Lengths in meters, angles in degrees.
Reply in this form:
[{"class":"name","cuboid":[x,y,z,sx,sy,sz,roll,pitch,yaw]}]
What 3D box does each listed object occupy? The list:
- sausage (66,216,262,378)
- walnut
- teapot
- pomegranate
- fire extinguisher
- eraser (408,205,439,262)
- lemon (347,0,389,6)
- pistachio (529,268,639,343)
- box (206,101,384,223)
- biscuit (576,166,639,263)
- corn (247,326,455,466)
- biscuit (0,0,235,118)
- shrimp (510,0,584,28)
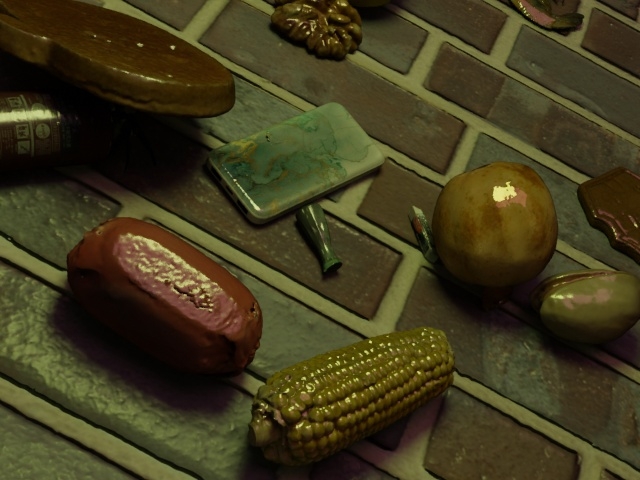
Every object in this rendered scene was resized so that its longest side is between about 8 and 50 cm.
[{"class":"sausage","cuboid":[-0.201,0.074,1.451,0.280,0.152,0.152,33,47,1]},{"class":"walnut","cuboid":[-0.001,-0.393,1.971,0.170,0.069,0.143,17,47,-14]},{"class":"teapot","cuboid":[0.000,0.000,1.673,0.043,0.043,0.110,-8,61,-29]},{"class":"pomegranate","cuboid":[0.269,-0.023,1.695,0.207,0.207,0.207,12,49,-15]},{"class":"fire extinguisher","cuboid":[-0.401,-0.147,1.571,0.337,0.114,0.135,-9,89,-28]},{"class":"eraser","cuboid":[0.162,-0.010,1.758,0.019,0.027,0.099,-3,56,-23]},{"class":"lemon","cuboid":[0.087,-0.524,2.030,0.192,0.192,0.231,24,31,-4]},{"class":"pistachio","cuboid":[0.410,0.097,1.715,0.185,0.124,0.124,3,52,-24]},{"class":"box","cuboid":[-0.035,-0.126,1.758,0.285,0.044,0.142,-27,71,-37]},{"class":"biscuit","cuboid":[0.557,-0.035,1.947,0.182,0.034,0.215,-22,65,-35]},{"class":"corn","cuboid":[0.045,0.201,1.470,0.347,0.130,0.130,-15,61,-37]},{"class":"biscuit","cuboid":[-0.320,-0.269,1.632,0.350,0.070,0.394,0,27,-41]},{"class":"shrimp","cuboid":[0.511,-0.508,2.303,0.296,0.058,0.169,-17,69,-29]}]
